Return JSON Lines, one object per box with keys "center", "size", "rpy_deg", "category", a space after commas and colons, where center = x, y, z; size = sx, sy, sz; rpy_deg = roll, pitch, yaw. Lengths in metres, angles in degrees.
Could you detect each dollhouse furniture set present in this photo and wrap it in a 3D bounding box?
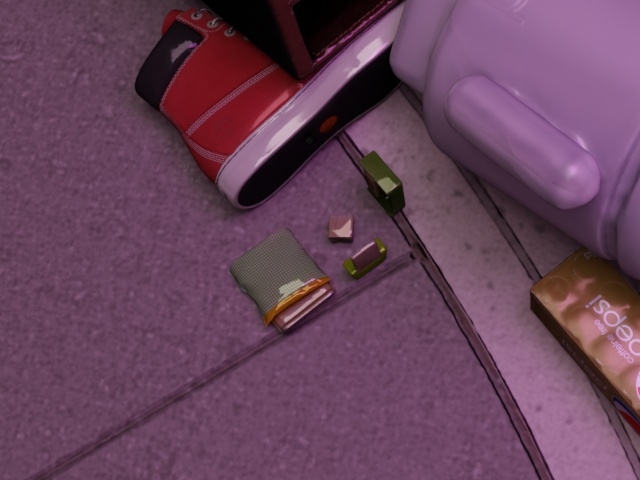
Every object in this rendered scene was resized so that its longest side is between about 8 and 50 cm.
{"center": [0.000, 0.000, 1.142], "size": [0.152, 0.058, 0.076], "rpy_deg": [-37, 70, -4], "category": "dollhouse furniture set"}

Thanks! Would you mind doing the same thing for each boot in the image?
{"center": [-0.030, -0.167, 1.190], "size": [0.244, 0.088, 0.176], "rpy_deg": [-40, 69, -1], "category": "boot"}

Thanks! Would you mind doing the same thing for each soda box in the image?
{"center": [0.235, 0.092, 1.074], "size": [0.061, 0.058, 0.181], "rpy_deg": [-38, 70, -5], "category": "soda box"}

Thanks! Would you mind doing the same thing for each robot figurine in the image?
{"center": [0.216, -0.098, 1.049], "size": [0.353, 0.199, 0.300], "rpy_deg": [36, 41, 27], "category": "robot figurine"}

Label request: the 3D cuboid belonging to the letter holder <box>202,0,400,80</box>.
{"center": [-0.043, -0.309, 1.157], "size": [0.214, 0.152, 0.302], "rpy_deg": [-39, 55, -12], "category": "letter holder"}
